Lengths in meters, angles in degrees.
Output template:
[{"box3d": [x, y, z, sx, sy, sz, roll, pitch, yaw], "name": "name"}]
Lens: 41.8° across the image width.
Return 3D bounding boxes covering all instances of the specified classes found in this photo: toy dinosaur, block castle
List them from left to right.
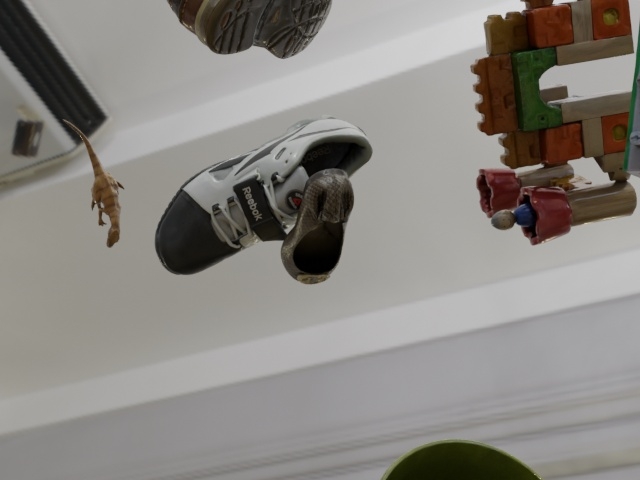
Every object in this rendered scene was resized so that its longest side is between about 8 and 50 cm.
[{"box3d": [-0.356, -0.095, 1.378, 0.064, 0.212, 0.112, -20, 0, -15], "name": "toy dinosaur"}, {"box3d": [0.302, -0.238, 1.258, 0.212, 0.303, 0.453, -10, -76, -4], "name": "block castle"}]

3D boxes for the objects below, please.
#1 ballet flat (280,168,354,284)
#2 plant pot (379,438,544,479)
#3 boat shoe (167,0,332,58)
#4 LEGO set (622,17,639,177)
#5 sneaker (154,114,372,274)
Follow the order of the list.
[{"box3d": [0.000, 0.000, 1.075, 0.084, 0.058, 0.250, -7, -29, -15], "name": "ballet flat"}, {"box3d": [0.187, 0.484, 1.212, 0.274, 0.275, 0.294, 5, -45, -3], "name": "plant pot"}, {"box3d": [-0.047, -0.173, 0.606, 0.060, 0.178, 0.064, 38, -66, 14], "name": "boat shoe"}, {"box3d": [0.283, -0.104, 0.360, 0.192, 0.255, 0.331, 4, -13, 44], "name": "LEGO set"}, {"box3d": [-0.074, -0.063, 1.125, 0.330, 0.146, 0.122, -37, -67, -12], "name": "sneaker"}]
